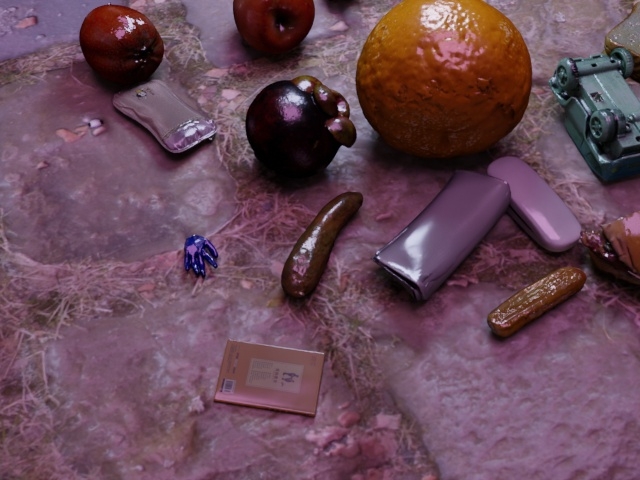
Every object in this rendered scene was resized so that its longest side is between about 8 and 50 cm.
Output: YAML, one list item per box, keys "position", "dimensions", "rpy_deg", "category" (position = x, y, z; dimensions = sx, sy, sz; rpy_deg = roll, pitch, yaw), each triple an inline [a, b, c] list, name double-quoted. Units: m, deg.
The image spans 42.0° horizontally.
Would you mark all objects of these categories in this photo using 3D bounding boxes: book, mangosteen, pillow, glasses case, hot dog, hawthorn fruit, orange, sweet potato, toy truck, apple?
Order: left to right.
- position: [-0.430, -0.417, 1.763]
  dimensions: [0.188, 0.169, 0.169]
  rpy_deg: [30, 58, 30]
  category: "hawthorn fruit"
- position: [-0.322, -0.262, 1.726]
  dimensions: [0.131, 0.038, 0.233]
  rpy_deg: [-35, 61, -28]
  category: "pillow"
- position: [-0.085, 0.230, 1.408]
  dimensions: [0.172, 0.012, 0.118]
  rpy_deg: [8, 55, 3]
  category: "book"
- position: [-0.106, -0.505, 1.831]
  dimensions: [0.181, 0.181, 0.168]
  rpy_deg: [-20, 36, -17]
  category: "apple"
- position: [-0.044, -0.221, 1.610]
  dimensions: [0.210, 0.210, 0.209]
  rpy_deg: [2, 55, -2]
  category: "mangosteen"
- position: [0.000, 0.000, 1.543]
  dimensions: [0.075, 0.075, 0.273]
  rpy_deg: [22, 53, 12]
  category: "sweet potato"
- position: [0.227, -0.011, 1.555]
  dimensions: [0.128, 0.083, 0.308]
  rpy_deg: [32, 59, 25]
  category: "glasses case"
- position: [0.238, -0.324, 1.620]
  dimensions: [0.341, 0.340, 0.293]
  rpy_deg: [4, 67, -1]
  category: "orange"
- position: [0.412, -0.073, 1.620]
  dimensions: [0.092, 0.059, 0.233]
  rpy_deg: [-25, 59, -21]
  category: "glasses case"
- position: [0.386, 0.110, 1.499]
  dimensions: [0.216, 0.047, 0.066]
  rpy_deg: [-29, 47, -21]
  category: "hot dog"
- position: [0.585, -0.263, 1.705]
  dimensions: [0.155, 0.156, 0.278]
  rpy_deg: [-13, 56, -12]
  category: "toy truck"

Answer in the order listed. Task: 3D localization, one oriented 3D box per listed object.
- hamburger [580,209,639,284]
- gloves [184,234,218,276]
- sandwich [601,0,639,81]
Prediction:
- position: [0.651, 0.020, 1.518]
  dimensions: [0.282, 0.155, 0.245]
  rpy_deg: [-27, 68, -15]
  category: "hamburger"
- position: [-0.220, 0.028, 1.535]
  dimensions: [0.064, 0.026, 0.086]
  rpy_deg: [-5, 55, -9]
  category: "gloves"
- position: [0.761, -0.451, 1.903]
  dimensions: [0.186, 0.065, 0.215]
  rpy_deg: [37, 60, 21]
  category: "sandwich"
